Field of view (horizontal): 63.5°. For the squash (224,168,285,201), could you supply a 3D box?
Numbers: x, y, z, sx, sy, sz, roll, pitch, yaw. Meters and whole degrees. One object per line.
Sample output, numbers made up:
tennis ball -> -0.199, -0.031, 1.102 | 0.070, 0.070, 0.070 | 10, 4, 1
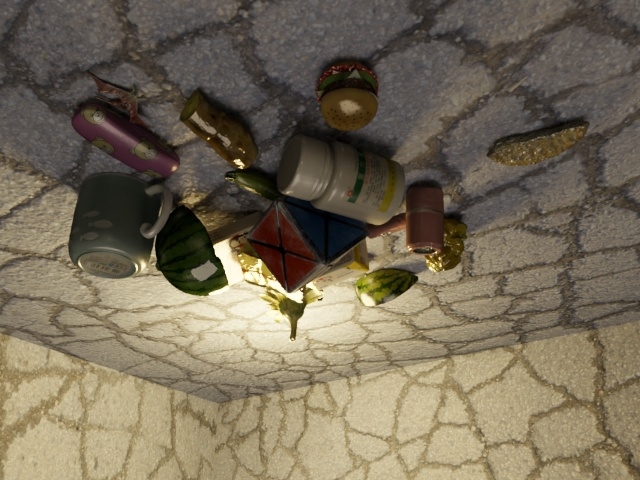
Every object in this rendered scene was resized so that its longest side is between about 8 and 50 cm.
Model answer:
squash -> -0.193, -0.179, 1.660 | 0.252, 0.066, 0.066 | 23, 140, -36

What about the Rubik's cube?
Rubik's cube -> -0.041, -0.015, 1.677 | 0.260, 0.259, 0.255 | -29, 171, -42

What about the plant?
plant -> -0.100, 0.292, 2.319 | 0.261, 0.297, 0.305 | -22, 140, -28

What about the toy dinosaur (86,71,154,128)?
toy dinosaur -> -0.520, -0.371, 1.365 | 0.108, 0.032, 0.220 | -17, 136, 29

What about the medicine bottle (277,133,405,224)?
medicine bottle -> 0.059, -0.183, 1.533 | 0.340, 0.208, 0.208 | 14, 145, -25

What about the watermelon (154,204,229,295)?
watermelon -> -0.457, 0.061, 1.752 | 0.189, 0.331, 0.330 | -37, 155, -21

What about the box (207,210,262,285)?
box -> -0.311, 0.046, 1.937 | 0.214, 0.069, 0.353 | -25, 152, -21

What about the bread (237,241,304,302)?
bread -> -0.166, 0.124, 1.887 | 0.198, 0.236, 0.263 | -35, 157, -17

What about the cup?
cup -> -0.620, -0.047, 1.653 | 0.357, 0.274, 0.259 | -16, 146, 23

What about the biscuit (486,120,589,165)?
biscuit -> 0.655, -0.282, 1.568 | 0.290, 0.038, 0.141 | -13, 147, 20

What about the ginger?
ginger -> -0.269, -0.298, 1.433 | 0.109, 0.116, 0.263 | -51, 131, -1

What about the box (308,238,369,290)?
box -> 0.050, 0.071, 1.988 | 0.265, 0.168, 0.097 | -26, 144, 31

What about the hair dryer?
hair dryer -> 0.279, -0.040, 1.810 | 0.125, 0.210, 0.352 | 15, 159, -34

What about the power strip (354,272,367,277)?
power strip -> 0.064, 0.118, 2.169 | 0.272, 0.052, 0.078 | 3, 148, -6

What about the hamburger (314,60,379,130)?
hamburger -> 0.072, -0.357, 1.323 | 0.175, 0.136, 0.175 | -1, 152, -1

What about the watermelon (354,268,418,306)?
watermelon -> 0.269, 0.226, 2.280 | 0.303, 0.128, 0.159 | -25, 142, 32

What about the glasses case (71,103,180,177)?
glasses case -> -0.547, -0.276, 1.474 | 0.123, 0.075, 0.316 | -23, 142, 30

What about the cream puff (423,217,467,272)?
cream puff -> 0.452, 0.025, 1.928 | 0.195, 0.194, 0.221 | -5, 145, 5
